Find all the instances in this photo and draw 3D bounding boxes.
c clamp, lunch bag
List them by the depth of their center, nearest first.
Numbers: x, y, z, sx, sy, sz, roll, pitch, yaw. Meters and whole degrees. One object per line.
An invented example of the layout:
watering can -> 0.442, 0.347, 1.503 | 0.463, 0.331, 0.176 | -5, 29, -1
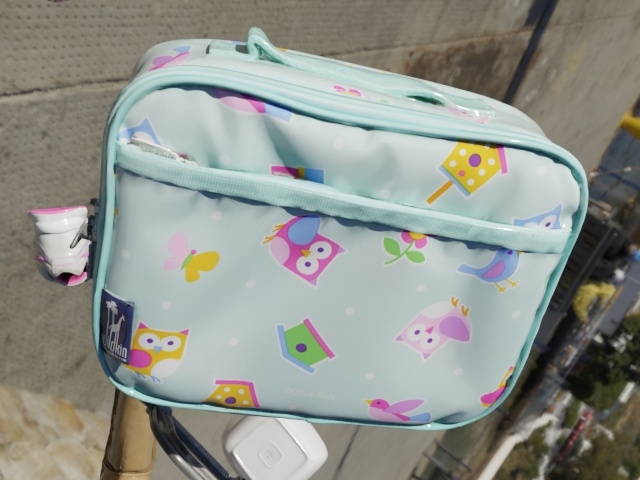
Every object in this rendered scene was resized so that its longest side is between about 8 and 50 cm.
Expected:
lunch bag -> 0.000, 0.000, 0.413 | 0.108, 0.279, 0.224 | -98, -161, -58
c clamp -> -0.101, 0.181, 0.577 | 0.022, 0.160, 0.137 | -42, -170, -11

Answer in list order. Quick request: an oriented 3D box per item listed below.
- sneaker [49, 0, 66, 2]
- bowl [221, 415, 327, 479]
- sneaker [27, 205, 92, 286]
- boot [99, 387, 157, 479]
sneaker -> -0.235, -0.290, 0.422 | 0.112, 0.319, 0.131 | -22, -147, 57
bowl -> -0.075, 0.336, 1.089 | 0.142, 0.142, 0.053 | -39, 176, 0
sneaker -> -0.400, 0.019, 1.080 | 0.252, 0.103, 0.111 | 145, -61, -79
boot -> -0.243, 0.261, 0.892 | 0.089, 0.236, 0.269 | 7, 112, -24
